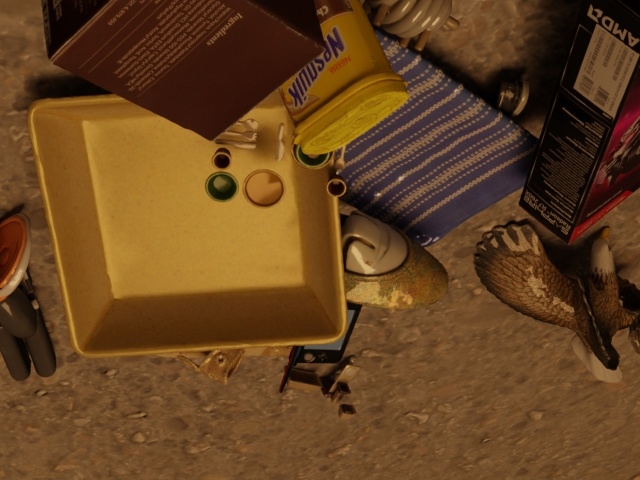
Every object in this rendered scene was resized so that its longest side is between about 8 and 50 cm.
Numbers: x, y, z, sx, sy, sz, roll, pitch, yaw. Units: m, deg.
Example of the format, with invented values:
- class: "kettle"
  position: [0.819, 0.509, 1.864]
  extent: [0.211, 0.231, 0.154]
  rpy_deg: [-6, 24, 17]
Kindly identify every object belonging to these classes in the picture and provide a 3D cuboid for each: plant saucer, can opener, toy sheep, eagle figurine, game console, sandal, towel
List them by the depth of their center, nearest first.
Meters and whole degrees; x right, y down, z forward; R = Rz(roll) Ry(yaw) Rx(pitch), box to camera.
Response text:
- class: "toy sheep"
  position: [0.093, -0.251, 1.265]
  extent: [0.132, 0.091, 0.091]
  rpy_deg: [24, 132, -35]
- class: "plant saucer"
  position: [-0.143, -0.031, 1.402]
  extent: [0.333, 0.081, 0.332]
  rpy_deg: [-4, 116, 2]
- class: "towel"
  position: [0.097, -0.109, 1.467]
  extent: [0.336, 0.040, 0.243]
  rpy_deg: [28, 134, -36]
- class: "sandal"
  position: [-0.465, 0.047, 1.507]
  extent: [0.265, 0.102, 0.076]
  rpy_deg: [-29, 145, 27]
- class: "can opener"
  position: [-0.415, 0.128, 1.647]
  extent: [0.076, 0.095, 0.283]
  rpy_deg: [-8, 146, -6]
- class: "eagle figurine"
  position: [0.385, 0.086, 1.773]
  extent: [0.298, 0.225, 0.226]
  rpy_deg: [3, 155, -39]
- class: "game console"
  position: [0.003, 0.150, 1.792]
  extent: [0.124, 0.085, 0.144]
  rpy_deg: [4, 127, -23]
- class: "sandal"
  position: [-0.135, 0.178, 1.824]
  extent: [0.240, 0.079, 0.088]
  rpy_deg: [-2, 145, -15]

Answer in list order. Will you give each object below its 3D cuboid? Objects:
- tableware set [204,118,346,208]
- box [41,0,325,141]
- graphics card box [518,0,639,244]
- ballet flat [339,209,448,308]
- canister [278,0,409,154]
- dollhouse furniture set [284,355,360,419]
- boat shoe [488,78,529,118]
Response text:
- class: "tableware set"
  position: [-0.047, -0.077, 1.321]
  extent: [0.154, 0.024, 0.104]
  rpy_deg: [7, 117, -4]
- class: "box"
  position: [-0.133, -0.233, 1.145]
  extent: [0.167, 0.168, 0.203]
  rpy_deg: [-36, 139, 29]
- class: "graphics card box"
  position: [0.362, -0.181, 1.364]
  extent: [0.233, 0.094, 0.371]
  rpy_deg: [-34, 153, -25]
- class: "ballet flat"
  position: [0.000, 0.000, 1.513]
  extent: [0.349, 0.123, 0.123]
  rpy_deg: [14, 143, -2]
- class: "canister"
  position: [0.001, -0.191, 1.236]
  extent: [0.126, 0.170, 0.073]
  rpy_deg: [-34, 164, 34]
- class: "dollhouse furniture set"
  position: [0.009, 0.224, 1.949]
  extent: [0.114, 0.091, 0.081]
  rpy_deg: [16, 122, -31]
- class: "boat shoe"
  position: [0.216, -0.155, 1.481]
  extent: [0.038, 0.046, 0.125]
  rpy_deg: [11, 152, -10]
